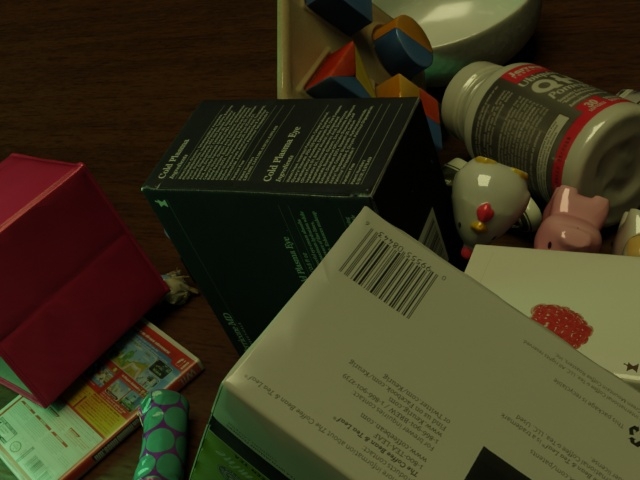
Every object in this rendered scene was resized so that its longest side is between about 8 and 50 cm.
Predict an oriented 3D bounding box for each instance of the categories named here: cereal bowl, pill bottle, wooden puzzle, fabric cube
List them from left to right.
[{"bbox_3d":[-0.437,0.048,1.410,0.254,0.259,0.258,11,49,49],"label":"fabric cube"},{"bbox_3d":[0.070,-0.259,1.369,0.080,0.322,0.348,-30,50,34],"label":"wooden puzzle"},{"bbox_3d":[0.234,-0.382,1.702,0.339,0.141,0.339,-13,40,11],"label":"cereal bowl"},{"bbox_3d":[0.321,-0.156,1.371,0.176,0.176,0.318,-34,38,-14],"label":"pill bottle"}]

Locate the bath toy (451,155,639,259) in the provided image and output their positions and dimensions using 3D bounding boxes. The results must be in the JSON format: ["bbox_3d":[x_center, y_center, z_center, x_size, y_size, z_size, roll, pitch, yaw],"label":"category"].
[{"bbox_3d":[0.318,0.006,1.150,0.348,0.151,0.129,20,92,10],"label":"bath toy"}]

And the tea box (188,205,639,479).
[{"bbox_3d":[0.080,0.203,0.871,0.329,0.323,0.220,35,59,6],"label":"tea box"}]

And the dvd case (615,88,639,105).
[{"bbox_3d":[0.487,-0.162,1.405,0.164,0.018,0.221,-38,33,-18],"label":"dvd case"}]

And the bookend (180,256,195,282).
[{"bbox_3d":[-0.152,0.037,1.460,0.157,0.072,0.156,-5,42,21],"label":"bookend"}]

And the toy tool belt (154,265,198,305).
[{"bbox_3d":[-0.232,0.068,1.489,0.051,0.052,0.083,-10,31,-37],"label":"toy tool belt"}]

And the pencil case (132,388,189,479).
[{"bbox_3d":[-0.209,0.270,1.227,0.070,0.064,0.151,-3,40,-1],"label":"pencil case"}]

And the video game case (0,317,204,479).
[{"bbox_3d":[-0.333,0.229,1.363,0.285,0.025,0.204,-41,42,-21],"label":"video game case"}]

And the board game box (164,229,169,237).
[{"bbox_3d":[-0.157,-0.033,1.460,0.169,0.033,0.133,-19,33,-4],"label":"board game box"}]

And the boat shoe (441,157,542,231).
[{"bbox_3d":[0.236,-0.054,1.385,0.070,0.078,0.219,-33,32,-14],"label":"boat shoe"}]

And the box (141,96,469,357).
[{"bbox_3d":[0.000,0.000,1.216,0.312,0.343,0.179,4,47,27],"label":"box"}]

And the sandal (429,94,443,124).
[{"bbox_3d":[0.083,-0.213,1.625,0.303,0.120,0.086,5,74,32],"label":"sandal"}]

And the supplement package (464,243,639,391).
[{"bbox_3d":[0.300,0.132,1.055,0.293,0.175,0.177,4,47,29],"label":"supplement package"}]
